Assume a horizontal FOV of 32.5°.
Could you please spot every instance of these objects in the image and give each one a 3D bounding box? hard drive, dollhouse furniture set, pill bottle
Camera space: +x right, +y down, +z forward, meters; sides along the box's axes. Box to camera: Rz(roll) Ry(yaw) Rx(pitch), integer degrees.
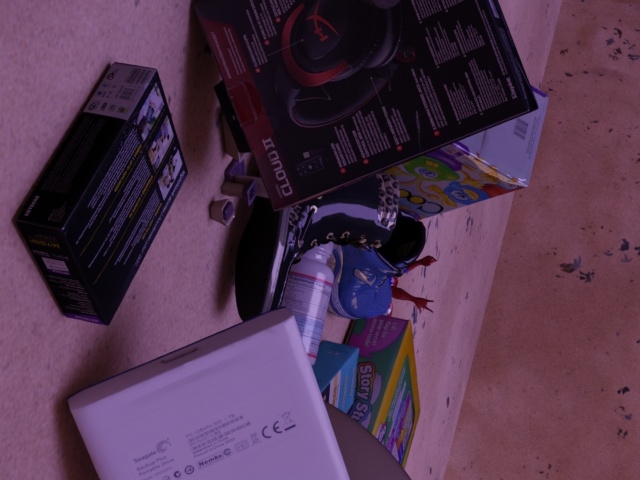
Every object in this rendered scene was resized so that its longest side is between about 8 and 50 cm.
[{"bbox_3d":[-0.077,0.244,1.020,0.040,0.210,0.319,-143,-147,-66],"label":"hard drive"},{"bbox_3d":[-0.069,-0.082,1.174,0.091,0.081,0.114,-61,156,-46],"label":"dollhouse furniture set"},{"bbox_3d":[-0.032,0.072,1.382,0.087,0.087,0.160,40,62,-71],"label":"pill bottle"}]

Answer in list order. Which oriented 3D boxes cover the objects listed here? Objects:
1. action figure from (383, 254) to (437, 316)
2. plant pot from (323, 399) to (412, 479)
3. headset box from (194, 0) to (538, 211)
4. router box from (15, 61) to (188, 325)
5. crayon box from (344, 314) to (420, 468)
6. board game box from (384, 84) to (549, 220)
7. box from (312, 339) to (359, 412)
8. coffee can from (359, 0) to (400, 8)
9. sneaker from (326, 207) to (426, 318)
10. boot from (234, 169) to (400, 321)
[{"bbox_3d":[0.152,0.012,1.882,0.091,0.139,0.280,-34,135,-65],"label":"action figure"},{"bbox_3d":[-0.042,0.281,1.249,0.191,0.284,0.284,66,17,5],"label":"plant pot"},{"bbox_3d":[0.032,-0.171,1.062,0.218,0.293,0.110,68,18,-1],"label":"headset box"},{"bbox_3d":[-0.175,-0.039,0.917,0.133,0.046,0.179,80,27,-51],"label":"router box"},{"bbox_3d":[0.069,0.356,1.864,0.313,0.106,0.363,77,28,-51],"label":"crayon box"},{"bbox_3d":[0.164,-0.137,1.547,0.275,0.142,0.144,-19,-130,57],"label":"board game box"},{"bbox_3d":[-0.010,0.235,1.603,0.244,0.060,0.100,-39,137,-65],"label":"box"},{"bbox_3d":[-0.075,-0.266,0.703,0.201,0.275,0.201,11,90,-74],"label":"coffee can"},{"bbox_3d":[0.079,0.028,1.618,0.330,0.147,0.130,73,32,-59],"label":"sneaker"},{"bbox_3d":[0.001,-0.001,1.303,0.178,0.085,0.236,18,76,-33],"label":"boot"}]
